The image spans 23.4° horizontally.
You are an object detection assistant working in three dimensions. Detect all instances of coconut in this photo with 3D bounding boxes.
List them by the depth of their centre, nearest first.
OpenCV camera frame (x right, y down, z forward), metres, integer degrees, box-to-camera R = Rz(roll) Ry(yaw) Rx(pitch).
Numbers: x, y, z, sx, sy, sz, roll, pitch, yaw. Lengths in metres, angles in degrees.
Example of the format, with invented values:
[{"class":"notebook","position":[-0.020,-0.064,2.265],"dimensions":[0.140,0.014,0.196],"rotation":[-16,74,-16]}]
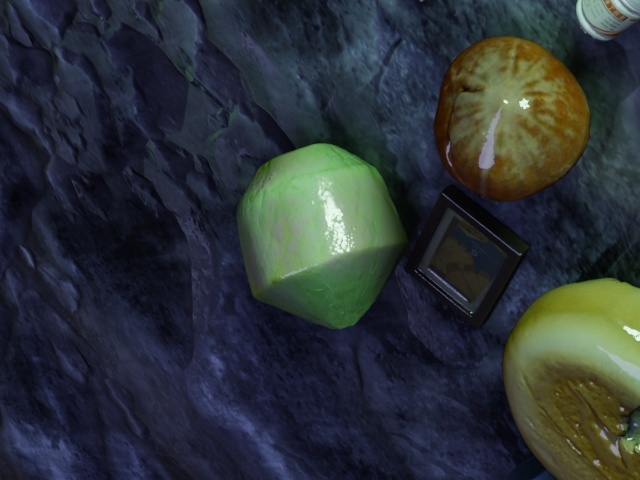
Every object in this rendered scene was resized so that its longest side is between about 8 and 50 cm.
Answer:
[{"class":"coconut","position":[0.000,0.000,1.971],"dimensions":[0.236,0.236,0.204],"rotation":[39,-176,14]}]

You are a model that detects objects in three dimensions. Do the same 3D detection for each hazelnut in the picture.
[{"class":"hazelnut","position":[0.210,-0.129,1.663],"dimensions":[0.182,0.182,0.182],"rotation":[28,139,27]}]

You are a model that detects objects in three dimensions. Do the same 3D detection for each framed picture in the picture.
[{"class":"framed picture","position":[0.181,0.023,1.948],"dimensions":[0.128,0.023,0.168],"rotation":[39,143,13]}]

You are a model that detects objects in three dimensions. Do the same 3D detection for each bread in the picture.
[{"class":"bread","position":[0.361,0.187,1.793],"dimensions":[0.333,0.160,0.333],"rotation":[28,138,29]}]

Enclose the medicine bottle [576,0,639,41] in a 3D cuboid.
[{"class":"medicine bottle","position":[0.303,-0.243,1.547],"dimensions":[0.057,0.057,0.089],"rotation":[51,144,-3]}]

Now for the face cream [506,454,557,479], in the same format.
[{"class":"face cream","position":[0.344,0.405,2.080],"dimensions":[0.077,0.077,0.250],"rotation":[-19,108,52]}]
